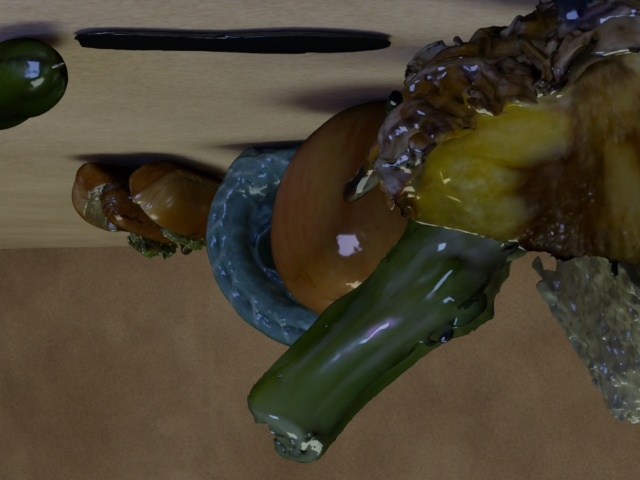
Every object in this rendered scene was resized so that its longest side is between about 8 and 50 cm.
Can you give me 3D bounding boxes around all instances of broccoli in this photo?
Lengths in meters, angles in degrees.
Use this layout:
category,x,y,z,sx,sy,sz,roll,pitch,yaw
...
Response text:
category,x,y,z,sx,sy,sz,roll,pitch,yaw
broccoli,0.070,0.017,0.877,0.165,0.304,0.145,40,168,18

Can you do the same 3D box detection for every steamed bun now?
category,x,y,z,sx,sy,sz,roll,pitch,yaw
steamed bun,0.391,0.044,1.514,0.274,0.290,0.272,-19,170,4

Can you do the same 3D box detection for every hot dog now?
category,x,y,z,sx,sy,sz,roll,pitch,yaw
hot dog,-0.176,-0.032,1.576,0.135,0.100,0.337,-2,177,11

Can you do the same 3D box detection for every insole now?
category,x,y,z,sx,sy,sz,roll,pitch,yaw
insole,-0.051,-0.118,0.817,0.188,0.004,0.064,0,177,-6

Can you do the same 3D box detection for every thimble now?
category,x,y,z,sx,sy,sz,roll,pitch,yaw
thimble,0.000,0.000,1.374,0.198,0.235,0.143,-44,163,14

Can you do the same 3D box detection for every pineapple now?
category,x,y,z,sx,sy,sz,roll,pitch,yaw
pineapple,0.156,-0.080,0.674,0.335,0.158,0.161,5,-145,-15

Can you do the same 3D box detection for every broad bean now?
category,x,y,z,sx,sy,sz,roll,pitch,yaw
broad bean,-0.213,-0.094,0.876,0.065,0.046,0.254,17,169,-33

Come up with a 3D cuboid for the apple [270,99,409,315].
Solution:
category,x,y,z,sx,sy,sz,roll,pitch,yaw
apple,0.051,-0.015,1.063,0.199,0.199,0.199,0,177,0
